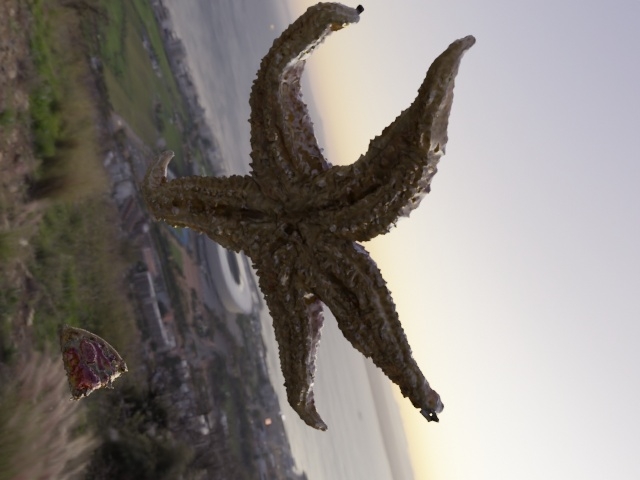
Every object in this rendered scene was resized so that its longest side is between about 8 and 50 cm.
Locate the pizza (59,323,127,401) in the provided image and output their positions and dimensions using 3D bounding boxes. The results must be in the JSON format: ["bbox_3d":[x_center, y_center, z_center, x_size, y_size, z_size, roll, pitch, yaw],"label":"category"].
[{"bbox_3d":[-0.285,0.158,0.852,0.099,0.029,0.100,21,47,-54],"label":"pizza"}]

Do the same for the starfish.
[{"bbox_3d":[0.002,-0.001,0.479,0.060,0.299,0.302,-30,104,-54],"label":"starfish"}]
